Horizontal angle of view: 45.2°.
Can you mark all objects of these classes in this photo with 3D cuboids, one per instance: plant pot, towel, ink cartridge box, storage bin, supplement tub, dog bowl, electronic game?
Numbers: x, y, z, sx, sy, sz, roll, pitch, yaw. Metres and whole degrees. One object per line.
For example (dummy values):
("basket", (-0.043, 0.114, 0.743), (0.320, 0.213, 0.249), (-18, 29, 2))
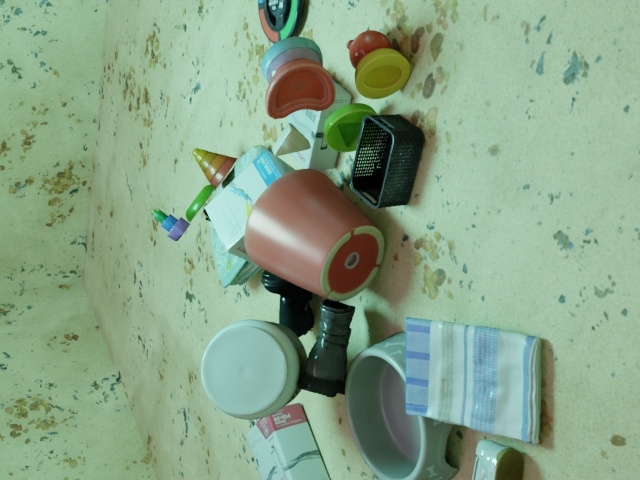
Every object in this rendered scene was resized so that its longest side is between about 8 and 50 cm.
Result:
("plant pot", (0.000, 0.000, 1.794), (0.243, 0.274, 0.275), (35, 126, 40))
("towel", (-0.233, -0.058, 2.282), (0.374, 0.090, 0.321), (-41, 54, 55))
("ink cartridge box", (-0.143, -0.076, 1.986), (0.232, 0.171, 0.168), (-41, 55, 13))
("storage bin", (0.142, -0.172, 1.663), (0.122, 0.084, 0.180), (45, 134, 45))
("supplement tub", (-0.154, 0.303, 1.827), (0.316, 0.228, 0.229), (54, -157, -81))
("dog bowl", (0.175, 0.384, 1.715), (0.348, 0.102, 0.349), (21, 114, 57))
("electronic game", (-0.107, -0.631, 2.018), (0.229, 0.048, 0.230), (20, 113, 56))
("ink cartridge box", (-0.012, -0.294, 1.895), (0.148, 0.085, 0.203), (51, 138, 42))
("ink cartridge box", (-0.090, 0.642, 2.205), (0.207, 0.117, 0.283), (-56, 50, 49))
("towel", (0.285, 0.264, 1.469), (0.284, 0.034, 0.209), (6, 101, 36))

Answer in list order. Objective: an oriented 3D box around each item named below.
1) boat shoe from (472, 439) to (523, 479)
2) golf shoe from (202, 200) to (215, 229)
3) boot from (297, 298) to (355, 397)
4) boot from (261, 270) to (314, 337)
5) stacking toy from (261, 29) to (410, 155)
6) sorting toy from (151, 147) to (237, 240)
("boat shoe", (0.327, 0.522, 1.500), (0.096, 0.098, 0.277), (19, 104, 57))
("golf shoe", (-0.304, -0.083, 2.232), (0.198, 0.093, 0.077), (-37, 55, 58))
("boot", (0.039, 0.255, 1.861), (0.338, 0.118, 0.223), (64, -139, -82))
("boot", (-0.079, 0.163, 1.999), (0.094, 0.246, 0.207), (6, 103, 18))
("stacking toy", (0.012, -0.329, 1.673), (0.280, 0.308, 0.130), (105, 152, -51))
("sorting toy", (-0.372, -0.152, 2.205), (0.126, 0.366, 0.127), (37, 136, -8))
